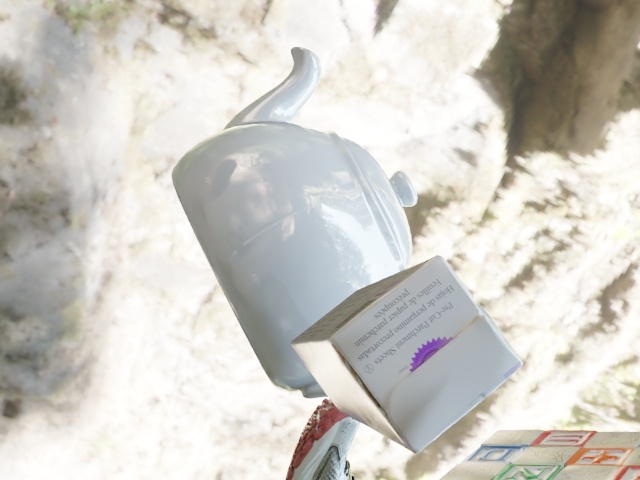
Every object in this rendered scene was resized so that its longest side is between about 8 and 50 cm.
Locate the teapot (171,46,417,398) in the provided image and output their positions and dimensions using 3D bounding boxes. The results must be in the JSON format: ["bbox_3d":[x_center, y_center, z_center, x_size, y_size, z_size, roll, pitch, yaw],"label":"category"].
[{"bbox_3d":[0.000,0.000,1.018,0.187,0.256,0.252,-25,-150,-3],"label":"teapot"}]

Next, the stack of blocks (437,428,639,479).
[{"bbox_3d":[0.239,0.198,0.823,0.297,0.171,0.087,-6,-84,29],"label":"stack of blocks"}]

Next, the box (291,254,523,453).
[{"bbox_3d":[0.033,0.062,0.651,0.067,0.063,0.324,-36,178,-7],"label":"box"}]

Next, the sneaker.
[{"bbox_3d":[0.011,0.239,1.092,0.088,0.092,0.225,-67,170,-58],"label":"sneaker"}]
